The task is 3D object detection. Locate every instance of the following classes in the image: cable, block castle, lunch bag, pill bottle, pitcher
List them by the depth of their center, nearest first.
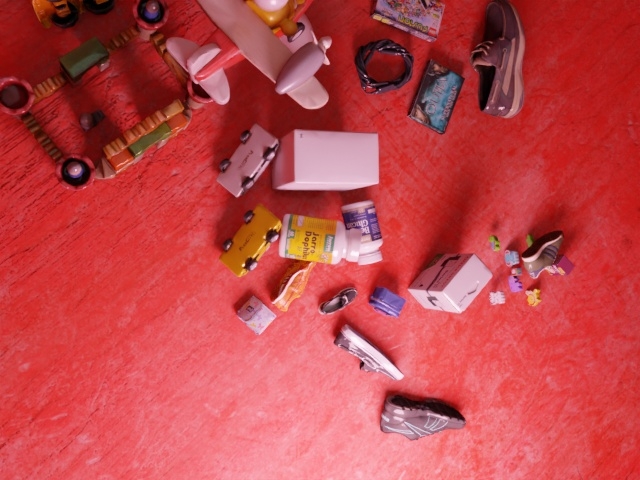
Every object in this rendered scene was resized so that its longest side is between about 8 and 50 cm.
[{"bbox_3d":[-0.489,-0.342,1.558,0.453,0.213,0.303,-39,101,-16],"label":"block castle"},{"bbox_3d":[-0.171,0.198,1.738,0.083,0.053,0.071,45,74,-3],"label":"lunch bag"},{"bbox_3d":[0.000,0.000,1.738,0.208,0.117,0.118,9,86,0],"label":"pill bottle"},{"bbox_3d":[-0.086,-0.595,1.762,0.177,0.125,0.207,-31,92,-37],"label":"pitcher"},{"bbox_3d":[0.119,-0.022,1.821,0.094,0.094,0.169,-15,93,-19],"label":"pill bottle"},{"bbox_3d":[0.183,0.176,1.853,0.098,0.067,0.065,28,79,-15],"label":"lunch bag"},{"bbox_3d":[0.184,-0.502,1.889,0.184,0.047,0.151,-22,91,-16],"label":"cable"}]

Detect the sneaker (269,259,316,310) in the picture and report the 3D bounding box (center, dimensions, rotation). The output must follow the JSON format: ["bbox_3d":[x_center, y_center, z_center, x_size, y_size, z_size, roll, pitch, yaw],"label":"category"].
[{"bbox_3d":[-0.067,0.112,1.781,0.175,0.064,0.067,-50,126,-10],"label":"sneaker"}]

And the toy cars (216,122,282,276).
[{"bbox_3d":[-0.177,-0.103,1.722,0.176,0.087,0.394,-3,88,18],"label":"toy cars"}]

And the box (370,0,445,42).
[{"bbox_3d":[0.255,-0.668,1.917,0.207,0.036,0.114,16,84,-18],"label":"box"}]

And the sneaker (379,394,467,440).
[{"bbox_3d":[0.289,0.512,1.881,0.267,0.101,0.106,13,104,-17],"label":"sneaker"}]

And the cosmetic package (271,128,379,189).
[{"bbox_3d":[0.007,-0.203,1.719,0.224,0.224,0.138,-1,89,-18],"label":"cosmetic package"}]

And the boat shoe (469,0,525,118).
[{"bbox_3d":[0.522,-0.543,1.957,0.130,0.132,0.355,-5,89,-19],"label":"boat shoe"}]

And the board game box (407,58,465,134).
[{"bbox_3d":[0.342,-0.423,1.946,0.126,0.026,0.186,23,81,-18],"label":"board game box"}]

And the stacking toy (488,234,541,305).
[{"bbox_3d":[0.586,0.091,2.004,0.167,0.052,0.221,1,81,-28],"label":"stacking toy"}]

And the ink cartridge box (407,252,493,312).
[{"bbox_3d":[0.360,0.115,1.841,0.087,0.208,0.153,46,75,-12],"label":"ink cartridge box"}]

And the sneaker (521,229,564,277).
[{"bbox_3d":[0.682,0.046,2.004,0.192,0.064,0.086,-31,109,-32],"label":"sneaker"}]

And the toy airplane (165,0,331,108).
[{"bbox_3d":[-0.161,-0.499,1.489,0.386,0.272,0.384,5,72,-21],"label":"toy airplane"}]

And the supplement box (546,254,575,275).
[{"bbox_3d":[0.734,0.077,2.038,0.055,0.083,0.043,44,75,-12],"label":"supplement box"}]

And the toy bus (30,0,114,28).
[{"bbox_3d":[-0.610,-0.645,1.570,0.220,0.149,0.211,-30,85,-15],"label":"toy bus"}]

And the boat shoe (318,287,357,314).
[{"bbox_3d":[0.053,0.168,1.823,0.125,0.038,0.046,-23,96,-18],"label":"boat shoe"}]

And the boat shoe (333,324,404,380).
[{"bbox_3d":[0.130,0.328,1.830,0.228,0.080,0.076,40,94,-17],"label":"boat shoe"}]
